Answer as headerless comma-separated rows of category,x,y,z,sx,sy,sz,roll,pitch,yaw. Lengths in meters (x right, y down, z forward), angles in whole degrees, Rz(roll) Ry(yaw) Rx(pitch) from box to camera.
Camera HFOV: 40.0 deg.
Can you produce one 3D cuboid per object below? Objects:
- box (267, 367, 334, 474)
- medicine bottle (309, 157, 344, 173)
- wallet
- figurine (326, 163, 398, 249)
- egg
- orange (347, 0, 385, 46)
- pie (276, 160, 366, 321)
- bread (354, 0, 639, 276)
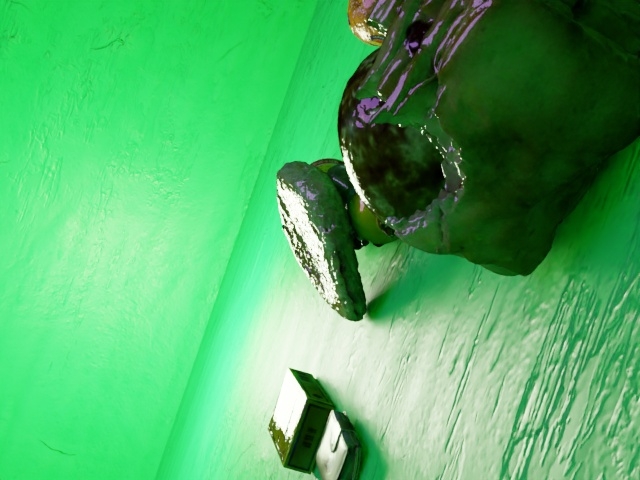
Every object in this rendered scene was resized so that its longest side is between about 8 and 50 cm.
box,-0.042,0.348,1.720,0.220,0.064,0.141,-150,79,-78
medicine bottle,0.021,-0.072,1.877,0.225,0.139,0.139,-94,26,-59
wallet,0.032,0.358,1.464,0.155,0.039,0.110,-125,51,-74
figurine,0.097,-0.037,1.611,0.234,0.127,0.185,30,142,48
egg,0.140,-0.157,1.306,0.238,0.238,0.289,-129,50,-74
orange,0.143,-0.523,1.977,0.177,0.155,0.178,-170,90,-77
pie,0.000,0.000,1.646,0.323,0.070,0.323,58,163,29
bread,0.196,-0.146,0.951,0.370,0.314,0.191,-63,24,15
